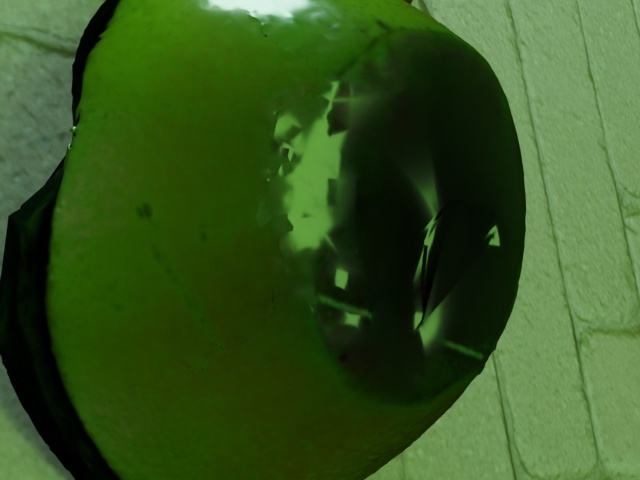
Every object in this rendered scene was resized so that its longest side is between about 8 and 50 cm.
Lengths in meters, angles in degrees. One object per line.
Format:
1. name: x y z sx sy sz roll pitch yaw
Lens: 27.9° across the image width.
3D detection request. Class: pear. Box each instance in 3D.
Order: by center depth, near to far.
1. pear: 0.005 0.001 0.823 0.399 0.165 0.398 -3 94 -47

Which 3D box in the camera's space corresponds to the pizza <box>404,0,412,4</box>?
1. pizza: -0.011 -0.242 1.010 0.229 0.081 0.289 39 17 34
